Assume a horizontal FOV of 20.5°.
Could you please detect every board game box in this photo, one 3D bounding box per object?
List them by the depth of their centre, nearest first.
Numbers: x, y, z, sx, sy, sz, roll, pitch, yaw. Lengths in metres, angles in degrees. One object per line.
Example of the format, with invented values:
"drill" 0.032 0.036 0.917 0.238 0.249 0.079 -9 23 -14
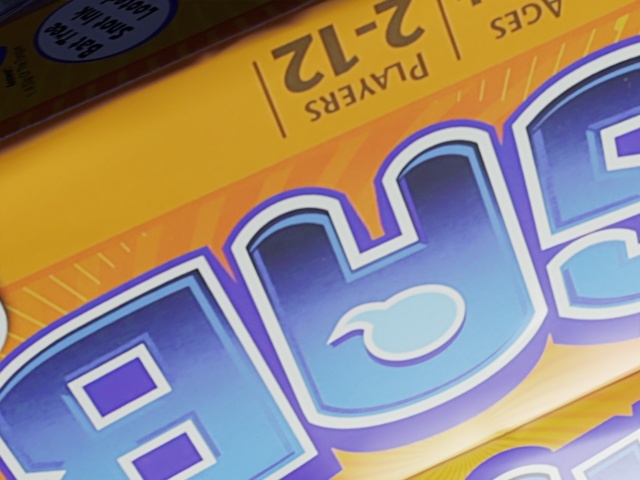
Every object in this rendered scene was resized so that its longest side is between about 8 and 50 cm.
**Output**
"board game box" 0.000 0.000 0.766 0.356 0.356 0.356 -24 120 -4
